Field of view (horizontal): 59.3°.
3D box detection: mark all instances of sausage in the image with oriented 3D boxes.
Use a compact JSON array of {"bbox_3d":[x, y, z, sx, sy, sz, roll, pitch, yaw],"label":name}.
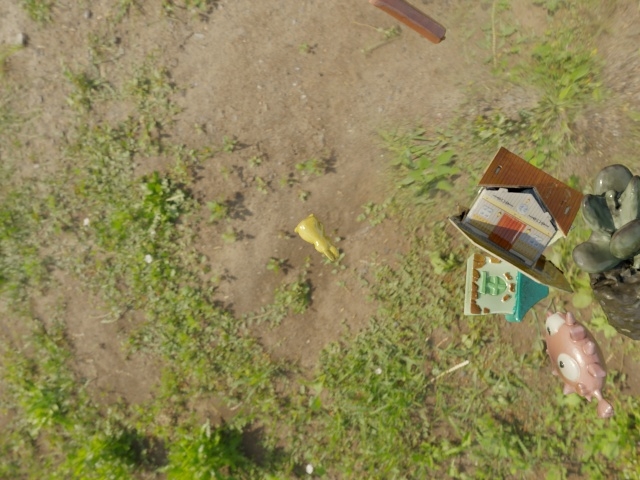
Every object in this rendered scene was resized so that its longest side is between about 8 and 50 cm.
[{"bbox_3d":[0.145,-0.366,0.915,0.147,0.035,0.030,23,130,-23],"label":"sausage"}]

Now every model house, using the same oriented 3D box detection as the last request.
[{"bbox_3d":[0.358,0.092,1.083,0.149,0.100,0.127,4,83,7],"label":"model house"},{"bbox_3d":[0.333,-0.041,0.886,0.219,0.207,0.136,32,111,10],"label":"model house"}]

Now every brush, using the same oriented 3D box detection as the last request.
[{"bbox_3d":[0.453,-0.011,1.068,0.016,0.013,0.083,62,151,17],"label":"brush"}]

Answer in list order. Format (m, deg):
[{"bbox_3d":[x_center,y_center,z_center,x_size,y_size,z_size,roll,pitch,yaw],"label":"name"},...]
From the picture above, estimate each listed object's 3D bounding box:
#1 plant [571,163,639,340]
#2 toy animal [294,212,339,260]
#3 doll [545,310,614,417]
[{"bbox_3d":[0.442,0.019,0.802,0.149,0.146,0.274,-27,127,17],"label":"plant"},{"bbox_3d":[-0.002,0.002,1.705,0.083,0.070,0.159,-39,77,3],"label":"toy animal"},{"bbox_3d":[0.550,0.256,1.204,0.093,0.211,0.262,-13,54,0],"label":"doll"}]
